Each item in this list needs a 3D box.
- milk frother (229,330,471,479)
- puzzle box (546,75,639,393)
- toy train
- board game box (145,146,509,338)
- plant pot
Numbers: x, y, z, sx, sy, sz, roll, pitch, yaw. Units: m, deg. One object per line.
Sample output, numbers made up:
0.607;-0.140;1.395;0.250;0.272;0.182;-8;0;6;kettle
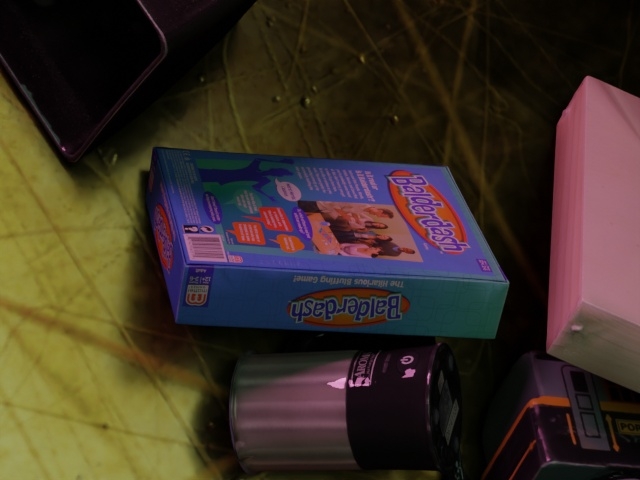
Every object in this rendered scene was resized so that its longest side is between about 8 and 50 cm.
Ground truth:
0.028;0.130;1.265;0.134;0.129;0.143;-3;108;19;milk frother
0.347;0.055;1.314;0.409;0.052;0.272;24;35;-8;puzzle box
0.261;0.174;1.281;0.334;0.142;0.190;5;48;-17;toy train
0.000;0.000;1.260;0.210;0.160;0.047;3;119;-14;board game box
-0.123;-0.195;1.265;0.167;0.187;0.188;-33;86;-33;plant pot
